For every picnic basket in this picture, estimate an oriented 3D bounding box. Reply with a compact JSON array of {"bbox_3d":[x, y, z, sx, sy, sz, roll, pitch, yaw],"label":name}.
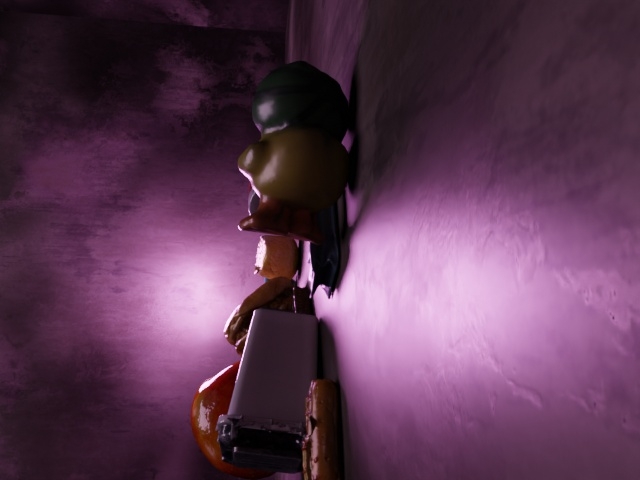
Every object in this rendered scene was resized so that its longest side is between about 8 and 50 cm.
[{"bbox_3d":[-0.057,0.222,1.608,0.193,0.055,0.110,-102,15,-62],"label":"picnic basket"}]

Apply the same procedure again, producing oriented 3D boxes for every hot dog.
[{"bbox_3d":[0.000,0.393,1.027,0.104,0.076,0.250,109,163,-65],"label":"hot dog"}]

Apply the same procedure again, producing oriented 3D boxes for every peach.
[{"bbox_3d":[-0.233,0.586,1.756,0.388,0.388,0.388,-178,90,-83],"label":"peach"}]

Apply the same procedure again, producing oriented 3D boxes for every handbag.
[{"bbox_3d":[0.000,0.000,1.193,0.179,0.062,0.229,97,171,-58],"label":"handbag"}]

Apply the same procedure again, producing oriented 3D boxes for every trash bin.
[{"bbox_3d":[-0.110,0.364,1.335,0.296,0.256,0.367,99,179,-54],"label":"trash bin"}]

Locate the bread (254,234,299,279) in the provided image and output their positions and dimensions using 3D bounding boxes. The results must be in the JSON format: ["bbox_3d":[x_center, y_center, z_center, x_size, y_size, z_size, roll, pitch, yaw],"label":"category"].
[{"bbox_3d":[-0.165,0.070,2.074,0.197,0.171,0.197,-169,90,-74],"label":"bread"}]

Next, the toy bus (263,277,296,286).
[{"bbox_3d":[-0.169,0.263,2.150,0.256,0.147,0.128,-95,8,-49],"label":"toy bus"}]

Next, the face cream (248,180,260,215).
[{"bbox_3d":[-0.146,-0.153,1.826,0.187,0.201,0.201,-101,14,-58],"label":"face cream"}]

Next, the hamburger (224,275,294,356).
[{"bbox_3d":[-0.196,0.271,1.842,0.158,0.319,0.318,45,155,16],"label":"hamburger"}]

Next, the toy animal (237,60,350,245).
[{"bbox_3d":[-0.034,-0.167,1.003,0.191,0.216,0.338,2,84,47],"label":"toy animal"}]
